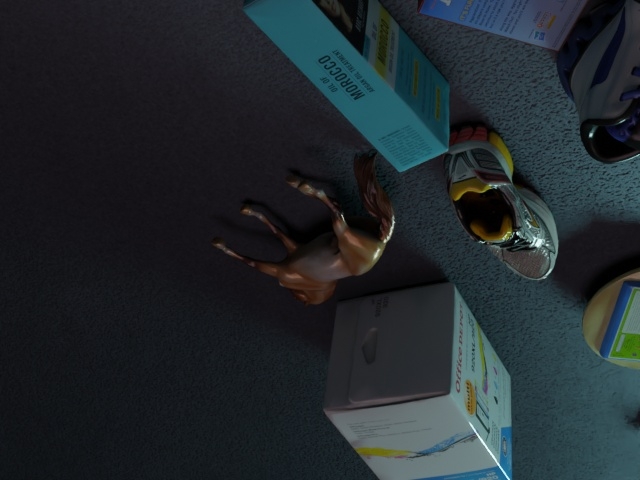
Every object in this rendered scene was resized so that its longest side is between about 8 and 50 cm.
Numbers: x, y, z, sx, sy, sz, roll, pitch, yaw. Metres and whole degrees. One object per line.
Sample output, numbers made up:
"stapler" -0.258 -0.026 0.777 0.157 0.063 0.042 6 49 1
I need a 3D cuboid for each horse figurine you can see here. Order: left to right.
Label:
"horse figurine" 0.000 0.000 1.301 0.174 0.066 0.263 36 136 -23

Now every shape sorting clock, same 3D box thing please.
"shape sorting clock" 0.423 0.092 1.360 0.206 0.040 0.206 4 137 4

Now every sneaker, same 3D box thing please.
"sneaker" 0.192 -0.021 1.220 0.088 0.093 0.225 -18 135 29
"sneaker" 0.313 -0.169 0.949 0.127 0.182 0.315 16 140 -12

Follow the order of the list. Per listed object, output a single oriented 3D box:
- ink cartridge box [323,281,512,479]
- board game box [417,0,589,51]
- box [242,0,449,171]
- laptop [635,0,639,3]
"ink cartridge box" 0.131 0.195 1.432 0.168 0.171 0.233 -13 137 23
"board game box" 0.194 -0.286 0.948 0.145 0.027 0.281 13 141 -9
"box" 0.032 -0.180 1.048 0.060 0.101 0.244 -23 132 31
"laptop" 0.361 -0.273 0.654 0.407 0.382 0.236 22 138 -17
